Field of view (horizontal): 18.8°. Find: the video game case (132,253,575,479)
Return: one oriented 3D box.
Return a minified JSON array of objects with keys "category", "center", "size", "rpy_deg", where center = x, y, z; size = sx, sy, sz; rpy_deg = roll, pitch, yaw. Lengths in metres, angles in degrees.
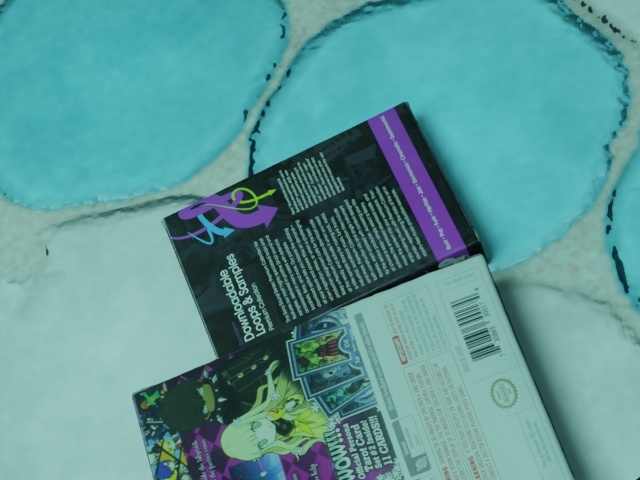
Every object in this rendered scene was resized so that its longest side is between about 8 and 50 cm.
[{"category":"video game case","center":[0.027,0.140,1.000],"size":[0.210,0.042,0.232],"rpy_deg":[-22,54,3]}]

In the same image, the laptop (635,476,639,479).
[{"category":"laptop","center":[0.096,0.195,0.803],"size":[0.264,0.136,0.234],"rpy_deg":[-3,42,-16]}]

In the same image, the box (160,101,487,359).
[{"category":"box","center":[0.000,0.000,1.111],"size":[0.162,0.029,0.116],"rpy_deg":[-25,53,1]}]
